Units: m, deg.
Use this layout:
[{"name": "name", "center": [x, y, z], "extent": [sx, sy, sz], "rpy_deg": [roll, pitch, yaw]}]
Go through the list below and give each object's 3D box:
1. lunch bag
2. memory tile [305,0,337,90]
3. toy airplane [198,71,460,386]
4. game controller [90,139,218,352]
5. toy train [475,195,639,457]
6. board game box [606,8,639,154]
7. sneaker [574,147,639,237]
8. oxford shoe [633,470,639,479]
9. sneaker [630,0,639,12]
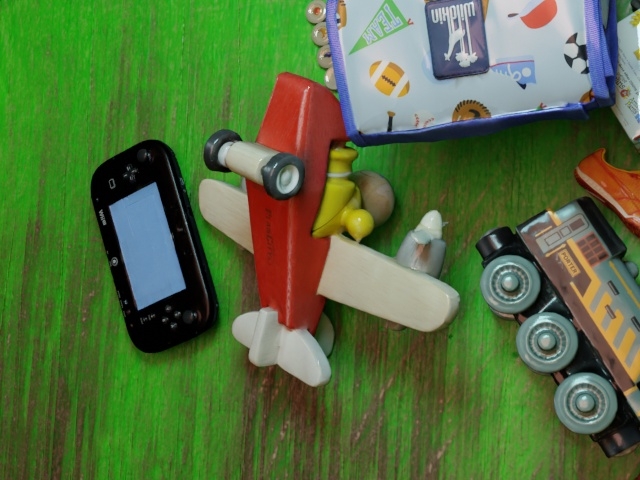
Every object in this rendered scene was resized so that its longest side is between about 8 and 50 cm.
[{"name": "lunch bag", "center": [0.187, -0.307, 1.306], "extent": [0.328, 0.239, 0.385], "rpy_deg": [-6, 65, 24]}, {"name": "memory tile", "center": [0.041, -0.305, 1.601], "extent": [0.113, 0.012, 0.148], "rpy_deg": [-19, 78, 19]}, {"name": "toy airplane", "center": [0.000, 0.000, 1.482], "extent": [0.386, 0.272, 0.384], "rpy_deg": [58, 144, 8]}, {"name": "game controller", "center": [-0.260, 0.009, 1.664], "extent": [0.166, 0.067, 0.319], "rpy_deg": [-22, 77, 19]}, {"name": "toy train", "center": [0.340, 0.104, 1.381], "extent": [0.190, 0.142, 0.334], "rpy_deg": [-32, 74, 6]}, {"name": "board game box", "center": [0.484, -0.241, 1.346], "extent": [0.275, 0.142, 0.144], "rpy_deg": [-31, 73, 17]}, {"name": "sneaker", "center": [0.410, -0.053, 1.403], "extent": [0.067, 0.064, 0.175], "rpy_deg": [-43, 74, 2]}, {"name": "oxford shoe", "center": [0.472, 0.278, 1.329], "extent": [0.098, 0.097, 0.271], "rpy_deg": [43, 101, 14]}, {"name": "sneaker", "center": [0.425, -0.382, 1.423], "extent": [0.077, 0.072, 0.178], "rpy_deg": [-14, 79, 22]}]
